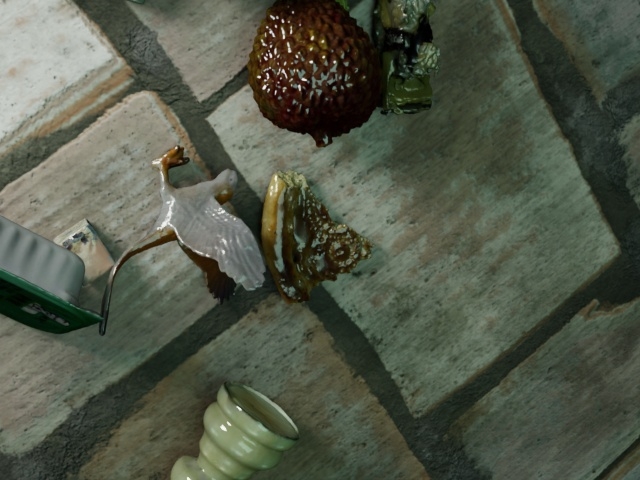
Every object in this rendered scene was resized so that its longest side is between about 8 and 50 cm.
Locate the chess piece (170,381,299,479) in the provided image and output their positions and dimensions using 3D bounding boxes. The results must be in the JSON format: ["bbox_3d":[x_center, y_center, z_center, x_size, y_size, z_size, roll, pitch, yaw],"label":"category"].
[{"bbox_3d":[-0.206,0.449,1.664,0.182,0.182,0.330,35,96,-26],"label":"chess piece"}]

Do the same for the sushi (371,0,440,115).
[{"bbox_3d":[0.171,-0.377,1.593,0.139,0.131,0.291,-4,98,-19],"label":"sushi"}]

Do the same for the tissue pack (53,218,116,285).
[{"bbox_3d":[-0.410,0.022,1.511,0.074,0.059,0.094,-36,115,-11],"label":"tissue pack"}]

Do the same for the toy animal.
[{"bbox_3d":[-0.271,-0.007,1.529,0.284,0.225,0.302,-10,87,-16],"label":"toy animal"}]

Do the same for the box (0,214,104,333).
[{"bbox_3d":[-0.520,0.033,1.397,0.337,0.264,0.106,31,64,-27],"label":"box"}]

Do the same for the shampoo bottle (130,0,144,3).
[{"bbox_3d":[-0.291,-0.489,1.414,0.056,0.056,0.195,11,100,-24],"label":"shampoo bottle"}]

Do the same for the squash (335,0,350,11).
[{"bbox_3d":[0.004,-0.490,1.525,0.066,0.066,0.201,-29,114,-12],"label":"squash"}]

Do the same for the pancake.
[{"bbox_3d":[0.000,0.000,1.670,0.244,0.057,0.266,2,103,-23],"label":"pancake"}]

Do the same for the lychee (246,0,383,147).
[{"bbox_3d":[-0.012,-0.295,1.490,0.236,0.236,0.271,-12,85,-18],"label":"lychee"}]
